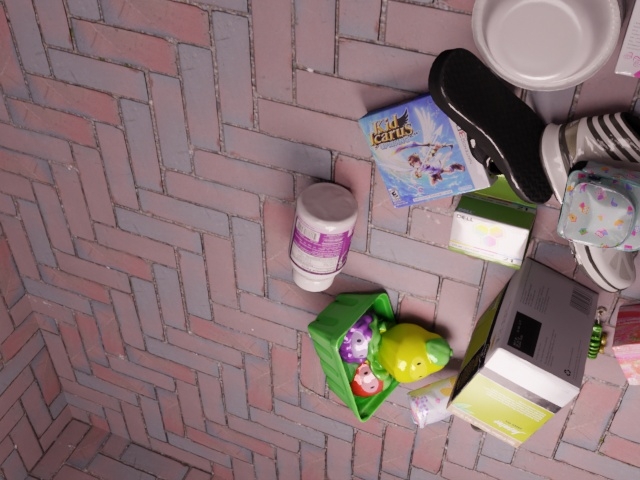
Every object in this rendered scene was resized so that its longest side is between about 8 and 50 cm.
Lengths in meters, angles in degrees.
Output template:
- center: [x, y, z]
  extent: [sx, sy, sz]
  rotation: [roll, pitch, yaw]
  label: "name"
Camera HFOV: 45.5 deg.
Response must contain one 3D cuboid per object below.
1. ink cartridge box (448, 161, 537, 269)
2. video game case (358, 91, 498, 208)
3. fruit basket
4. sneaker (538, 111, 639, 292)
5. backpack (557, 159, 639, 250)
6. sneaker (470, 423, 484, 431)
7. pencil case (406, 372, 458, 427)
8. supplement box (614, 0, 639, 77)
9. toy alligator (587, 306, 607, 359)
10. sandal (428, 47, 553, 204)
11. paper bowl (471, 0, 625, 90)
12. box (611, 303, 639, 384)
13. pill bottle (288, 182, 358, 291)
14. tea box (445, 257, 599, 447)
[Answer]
- center: [0.423, -0.074, 1.847]
  extent: [0.189, 0.097, 0.255]
  rotation: [16, 136, 17]
  label: "ink cartridge box"
- center: [0.251, -0.218, 1.800]
  extent: [0.270, 0.061, 0.244]
  rotation: [-13, 107, 38]
  label: "video game case"
- center: [0.187, 0.349, 2.277]
  extent: [0.392, 0.283, 0.392]
  rotation: [32, 146, 25]
  label: "fruit basket"
- center: [0.668, -0.075, 1.650]
  extent: [0.258, 0.169, 0.447]
  rotation: [-10, 121, 38]
  label: "sneaker"
- center: [0.585, -0.063, 1.536]
  extent: [0.189, 0.144, 0.165]
  rotation: [12, 116, 15]
  label: "backpack"
- center: [0.565, 0.520, 2.276]
  extent: [0.228, 0.087, 0.130]
  rotation: [-36, 133, 21]
  label: "sneaker"
- center: [0.393, 0.457, 2.253]
  extent: [0.273, 0.113, 0.124]
  rotation: [-20, 148, -3]
  label: "pencil case"
- center: [0.630, -0.416, 1.400]
  extent: [0.111, 0.114, 0.220]
  rotation: [16, 134, 15]
  label: "supplement box"
- center: [0.725, 0.258, 2.013]
  extent: [0.056, 0.051, 0.189]
  rotation: [12, 134, 20]
  label: "toy alligator"
- center: [0.372, -0.245, 1.650]
  extent: [0.446, 0.167, 0.107]
  rotation: [42, 160, -30]
  label: "sandal"
- center: [0.436, -0.422, 1.482]
  extent: [0.284, 0.148, 0.284]
  rotation: [15, 135, 16]
  label: "paper bowl"
- center: [0.879, 0.240, 1.834]
  extent: [0.300, 0.154, 0.142]
  rotation: [-13, 121, 39]
  label: "box"
- center: [0.000, 0.000, 2.107]
  extent: [0.169, 0.169, 0.301]
  rotation: [23, 137, 10]
  label: "pill bottle"
- center: [0.517, 0.289, 1.958]
  extent: [0.220, 0.329, 0.323]
  rotation: [28, 139, 3]
  label: "tea box"
